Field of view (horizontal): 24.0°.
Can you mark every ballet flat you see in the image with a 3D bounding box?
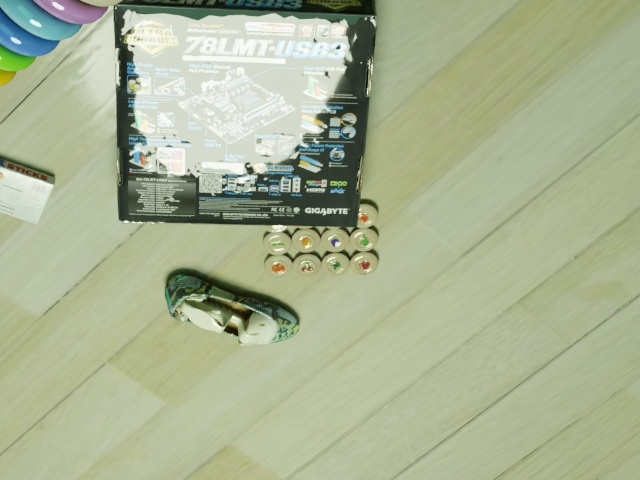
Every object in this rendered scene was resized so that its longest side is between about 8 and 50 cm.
[{"bbox_3d":[-0.114,0.103,1.938,0.188,0.070,0.070,19,122,-16],"label":"ballet flat"}]

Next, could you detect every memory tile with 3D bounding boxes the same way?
[{"bbox_3d":[0.000,0.000,1.903,0.148,0.012,0.113,-2,125,-1],"label":"memory tile"}]

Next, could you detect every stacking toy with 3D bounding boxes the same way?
[{"bbox_3d":[-0.358,-0.223,1.661,0.141,0.141,0.330,37,120,-25],"label":"stacking toy"}]

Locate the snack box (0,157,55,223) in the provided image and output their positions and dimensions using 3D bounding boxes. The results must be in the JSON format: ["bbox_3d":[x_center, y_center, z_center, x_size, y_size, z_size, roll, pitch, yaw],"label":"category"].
[{"bbox_3d":[-0.415,-0.077,1.820,0.178,0.022,0.064,20,123,-16],"label":"snack box"}]

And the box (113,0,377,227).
[{"bbox_3d":[-0.091,-0.153,1.754,0.295,0.073,0.293,1,124,-3],"label":"box"}]
